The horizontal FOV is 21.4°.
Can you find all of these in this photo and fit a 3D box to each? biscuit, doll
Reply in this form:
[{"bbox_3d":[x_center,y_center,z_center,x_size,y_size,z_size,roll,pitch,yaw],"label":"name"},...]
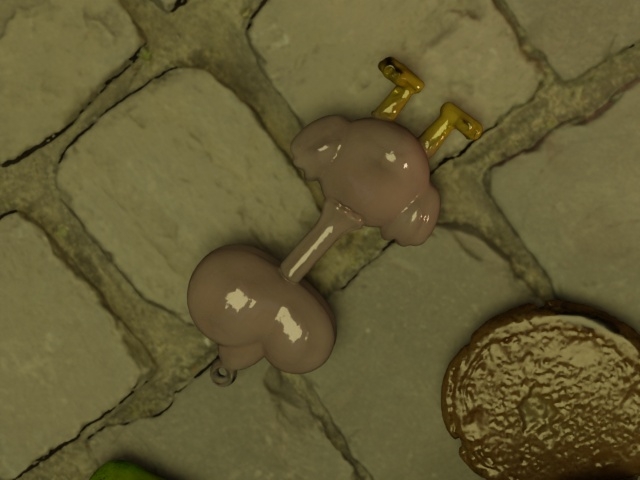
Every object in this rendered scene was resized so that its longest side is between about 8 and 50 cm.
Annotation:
[{"bbox_3d":[0.230,0.161,1.646,0.226,0.042,0.226,2,105,8],"label":"biscuit"},{"bbox_3d":[0.000,0.001,1.625,0.160,0.094,0.365,36,108,-7],"label":"doll"}]

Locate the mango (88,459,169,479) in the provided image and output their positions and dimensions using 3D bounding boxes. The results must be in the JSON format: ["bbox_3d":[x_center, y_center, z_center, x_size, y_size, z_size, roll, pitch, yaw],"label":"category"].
[{"bbox_3d":[-0.172,0.300,1.734,0.163,0.089,0.117,29,114,15],"label":"mango"}]

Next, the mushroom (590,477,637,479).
[{"bbox_3d":[0.200,0.431,1.509,0.331,0.356,0.334,-25,89,8],"label":"mushroom"}]
